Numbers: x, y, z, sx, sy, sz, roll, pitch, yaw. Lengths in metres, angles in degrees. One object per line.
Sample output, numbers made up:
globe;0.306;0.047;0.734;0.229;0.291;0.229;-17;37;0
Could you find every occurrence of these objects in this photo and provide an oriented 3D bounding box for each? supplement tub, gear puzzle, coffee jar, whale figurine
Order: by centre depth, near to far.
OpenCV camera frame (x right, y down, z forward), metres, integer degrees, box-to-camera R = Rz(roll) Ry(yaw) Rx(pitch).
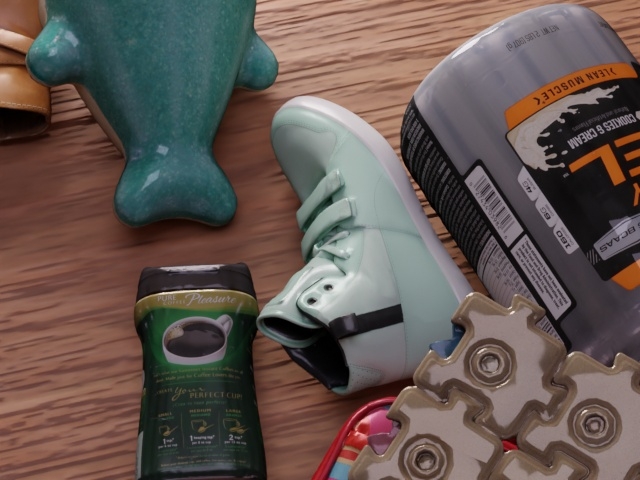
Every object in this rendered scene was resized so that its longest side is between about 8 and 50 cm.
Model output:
gear puzzle;0.200;0.179;1.059;0.339;0.044;0.175;31;75;14
supplement tub;0.210;-0.004;1.204;0.194;0.193;0.316;-25;65;-14
coffee jar;-0.090;0.104;1.206;0.096;0.079;0.184;-2;62;-2
whale figurine;-0.124;-0.147;1.302;0.216;0.141;0.272;1;69;-27

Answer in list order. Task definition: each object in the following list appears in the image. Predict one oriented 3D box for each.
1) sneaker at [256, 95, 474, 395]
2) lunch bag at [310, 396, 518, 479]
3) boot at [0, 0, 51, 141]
sneaker;0.000;0.000;1.236;0.151;0.094;0.256;-19;63;-34
lunch bag;0.118;0.244;1.116;0.293;0.120;0.258;25;60;11
boot;-0.357;-0.173;1.358;0.284;0.109;0.220;-3;65;-10
